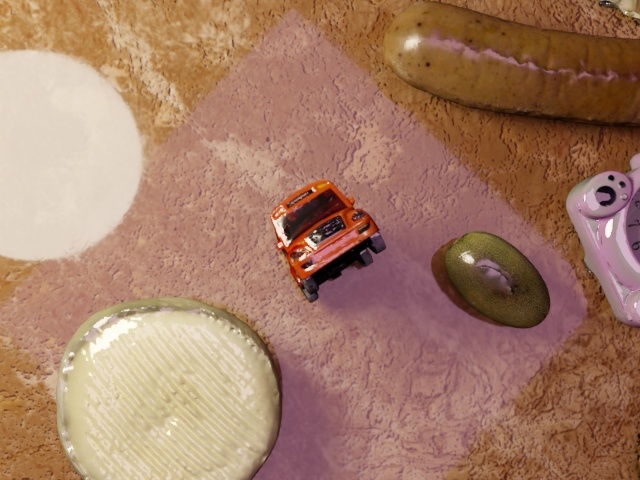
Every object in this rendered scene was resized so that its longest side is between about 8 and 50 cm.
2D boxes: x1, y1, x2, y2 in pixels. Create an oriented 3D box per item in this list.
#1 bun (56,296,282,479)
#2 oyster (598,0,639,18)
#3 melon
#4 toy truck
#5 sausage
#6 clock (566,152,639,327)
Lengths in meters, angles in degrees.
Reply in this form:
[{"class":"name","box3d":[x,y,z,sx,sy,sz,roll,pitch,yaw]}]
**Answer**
[{"class":"bun","box3d":[-0.190,0.205,1.024,0.287,0.146,0.287,0,87,-6]},{"class":"oyster","box3d":[0.471,-0.441,1.119,0.351,0.115,0.238,39,85,1]},{"class":"melon","box3d":[0.240,0.056,1.080,0.162,0.099,0.099,41,85,-2]},{"class":"toy truck","box3d":[0.000,0.000,0.996,0.108,0.252,0.114,-32,84,-5]},{"class":"sausage","box3d":[0.332,-0.227,1.096,0.501,0.123,0.136,8,56,-2]},{"class":"clock","box3d":[0.486,-0.017,1.102,0.248,0.090,0.227,-24,87,-6]}]
